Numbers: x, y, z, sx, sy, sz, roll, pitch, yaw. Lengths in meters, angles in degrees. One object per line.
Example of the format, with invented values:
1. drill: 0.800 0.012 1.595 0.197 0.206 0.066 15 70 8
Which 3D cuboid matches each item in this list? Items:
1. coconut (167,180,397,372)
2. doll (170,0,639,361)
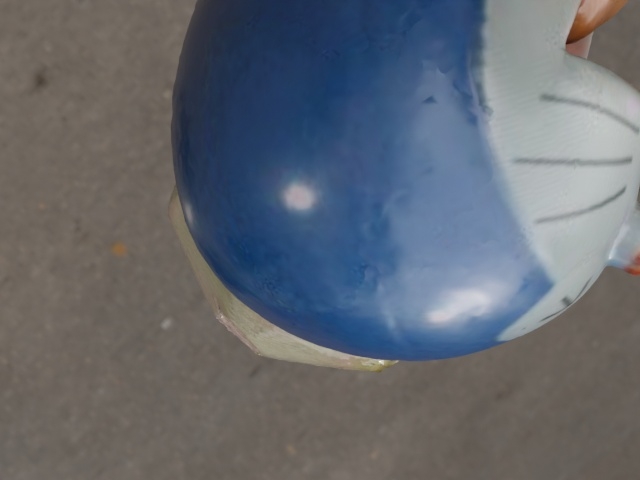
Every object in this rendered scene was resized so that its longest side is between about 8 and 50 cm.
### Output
1. coconut: 0.000 0.000 1.046 0.170 0.183 0.171 -27 170 -5
2. doll: 0.033 -0.090 0.542 0.215 0.161 0.257 150 -60 -88
